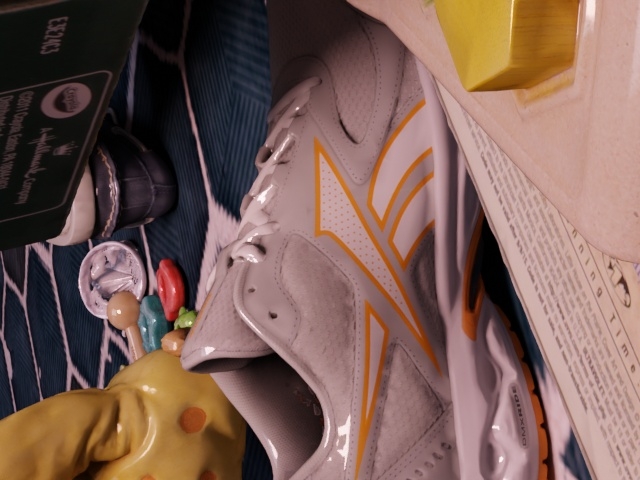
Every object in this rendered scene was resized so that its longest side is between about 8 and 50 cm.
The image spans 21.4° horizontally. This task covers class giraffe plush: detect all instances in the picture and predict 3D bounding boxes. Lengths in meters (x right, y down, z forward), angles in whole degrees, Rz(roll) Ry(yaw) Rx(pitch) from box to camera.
[{"bbox_3d":[-0.076,0.149,0.883,0.170,0.210,0.181,63,-174,6],"label":"giraffe plush"}]

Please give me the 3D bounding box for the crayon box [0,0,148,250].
[{"bbox_3d":[-0.159,-0.174,0.598,0.323,0.083,0.203,69,157,15],"label":"crayon box"}]

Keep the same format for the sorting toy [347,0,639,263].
[{"bbox_3d":[0.042,-0.119,0.428,0.208,0.038,0.193,-129,36,-57],"label":"sorting toy"}]

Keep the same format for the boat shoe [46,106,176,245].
[{"bbox_3d":[-0.168,-0.049,1.163,0.254,0.079,0.095,-169,75,-67],"label":"boat shoe"}]

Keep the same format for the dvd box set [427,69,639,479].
[{"bbox_3d":[0.119,-0.127,0.357,0.420,0.062,0.307,109,147,-53],"label":"dvd box set"}]

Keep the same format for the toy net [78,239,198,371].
[{"bbox_3d":[-0.129,0.051,1.141,0.232,0.045,0.122,-127,34,-54],"label":"toy net"}]

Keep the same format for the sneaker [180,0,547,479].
[{"bbox_3d":[0.000,0.000,0.648,0.099,0.121,0.262,136,124,-65],"label":"sneaker"}]
